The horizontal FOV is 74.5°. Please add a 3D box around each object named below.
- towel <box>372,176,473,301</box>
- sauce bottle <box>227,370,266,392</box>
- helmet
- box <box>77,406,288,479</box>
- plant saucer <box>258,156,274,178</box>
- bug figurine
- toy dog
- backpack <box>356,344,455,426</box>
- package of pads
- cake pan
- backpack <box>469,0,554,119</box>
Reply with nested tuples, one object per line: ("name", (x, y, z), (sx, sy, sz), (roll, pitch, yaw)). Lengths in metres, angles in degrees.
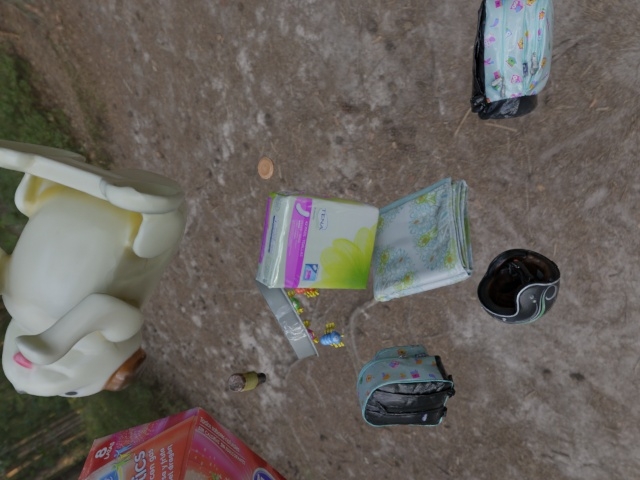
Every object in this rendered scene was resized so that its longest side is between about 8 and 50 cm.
("towel", (0.302, 0.002, 1.325), (0.374, 0.090, 0.320), (-26, 50, 48))
("sauce bottle", (-0.160, 0.312, 0.938), (0.042, 0.128, 0.042), (-4, 76, 15))
("helmet", (0.466, 0.117, 0.995), (0.169, 0.169, 0.161), (31, 133, 25))
("box", (-0.133, 0.348, 0.498), (0.154, 0.142, 0.300), (-22, 125, 14))
("plant saucer", (-0.213, -0.280, 1.628), (0.083, 0.013, 0.083), (6, 100, 37))
("bug figurine", (-0.040, 0.256, 1.423), (0.216, 0.072, 0.279), (-31, 85, 43))
("toy dog", (-0.402, 0.069, 0.717), (0.285, 0.395, 0.408), (18, 97, -3))
("backpack", (0.172, 0.320, 0.921), (0.144, 0.188, 0.166), (-114, 24, -52))
("package of pads", (0.000, 0.000, 1.047), (0.101, 0.296, 0.229), (18, 101, 55))
("cake pan", (-0.100, 0.202, 1.154), (0.293, 0.054, 0.293), (57, 168, 18))
("backpack", (0.295, -0.287, 0.651), (0.115, 0.152, 0.182), (2, 110, 21))
